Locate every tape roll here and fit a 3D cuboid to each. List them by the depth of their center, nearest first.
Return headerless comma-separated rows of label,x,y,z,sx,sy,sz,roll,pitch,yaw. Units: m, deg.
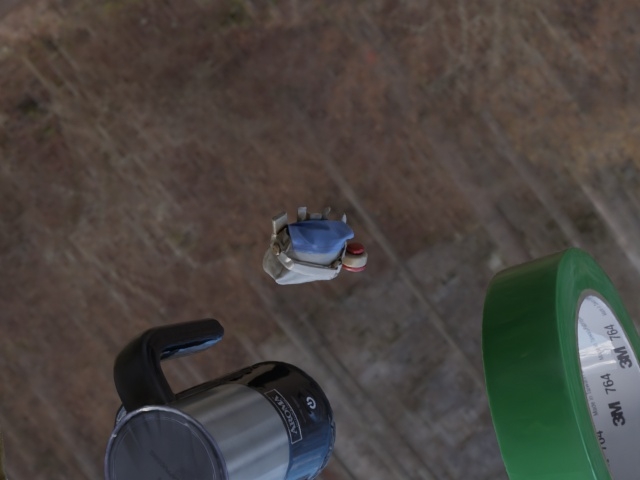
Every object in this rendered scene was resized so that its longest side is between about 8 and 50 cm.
tape roll,0.253,0.170,1.284,0.077,0.321,0.321,-18,-158,25

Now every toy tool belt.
toy tool belt,0.000,0.000,0.957,0.083,0.051,0.052,-7,-151,-30

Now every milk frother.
milk frother,-0.089,0.132,0.837,0.143,0.129,0.134,-52,162,23

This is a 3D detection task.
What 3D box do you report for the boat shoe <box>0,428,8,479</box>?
boat shoe,-0.245,0.148,0.837,0.285,0.104,0.089,-125,-130,-63
